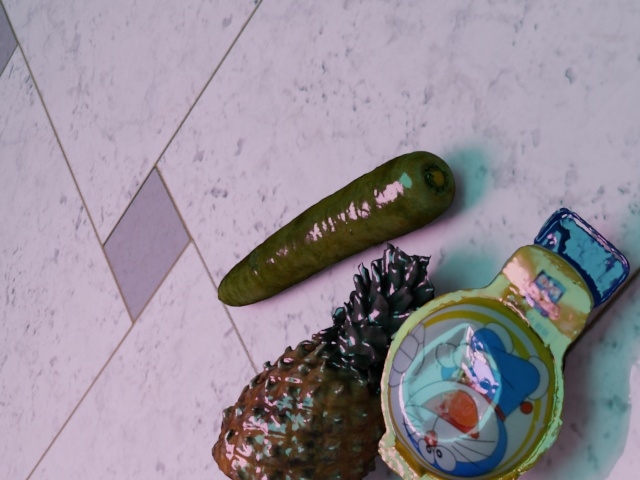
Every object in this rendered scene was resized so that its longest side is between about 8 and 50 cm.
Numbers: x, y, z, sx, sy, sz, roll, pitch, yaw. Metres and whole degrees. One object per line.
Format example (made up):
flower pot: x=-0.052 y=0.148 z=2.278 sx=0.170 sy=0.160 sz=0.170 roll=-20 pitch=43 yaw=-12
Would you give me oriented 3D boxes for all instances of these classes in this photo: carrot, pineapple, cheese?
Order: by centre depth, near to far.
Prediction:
cheese: x=0.145 y=0.097 z=1.013 sx=0.270 sy=0.069 sz=0.177 roll=-52 pitch=56 yaw=12
pineapple: x=0.019 y=0.123 z=1.140 sx=0.158 sy=0.158 sz=0.278 roll=36 pitch=97 yaw=48
carrot: x=0.000 y=0.000 z=1.256 sx=0.358 sy=0.074 sz=0.074 roll=-29 pitch=58 yaw=45

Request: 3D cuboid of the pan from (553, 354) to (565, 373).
pan: x=0.189 y=0.081 z=1.042 sx=0.068 sy=0.023 sz=0.115 roll=8 pitch=88 yaw=51
